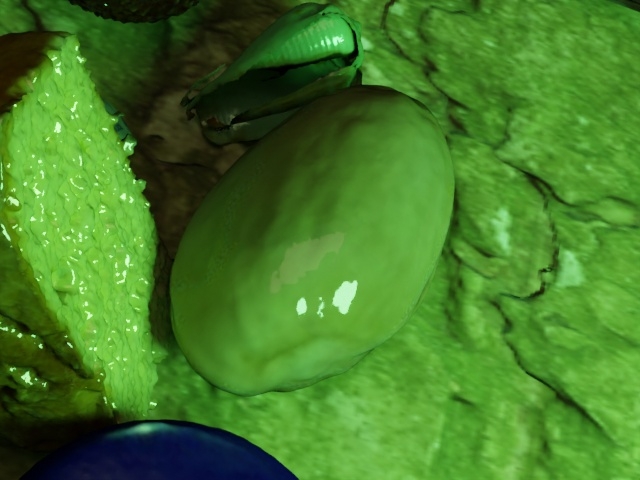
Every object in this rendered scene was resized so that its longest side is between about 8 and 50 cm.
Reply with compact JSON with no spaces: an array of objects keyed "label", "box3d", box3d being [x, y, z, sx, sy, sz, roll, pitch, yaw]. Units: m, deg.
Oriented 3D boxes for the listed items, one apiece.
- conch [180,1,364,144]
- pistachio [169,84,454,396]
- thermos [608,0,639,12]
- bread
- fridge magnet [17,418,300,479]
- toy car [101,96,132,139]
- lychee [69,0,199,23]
[{"label":"conch","box3d":[-0.028,-0.129,1.266,0.170,0.079,0.105,-35,68,-9]},{"label":"pistachio","box3d":[0.000,0.000,1.150,0.182,0.162,0.293,24,59,16]},{"label":"thermos","box3d":[0.297,-0.268,1.379,0.232,0.124,0.099,37,64,0]},{"label":"bread","box3d":[-0.225,0.009,1.036,0.179,0.340,0.194,1,52,16]},{"label":"fridge magnet","box3d":[-0.107,0.252,1.007,0.265,0.113,0.265,3,77,-15]},{"label":"toy car","box3d":[-0.241,-0.119,1.197,0.205,0.056,0.095,24,19,2]},{"label":"lychee","box3d":[-0.161,-0.271,1.252,0.194,0.194,0.194,5,62,-9]}]
